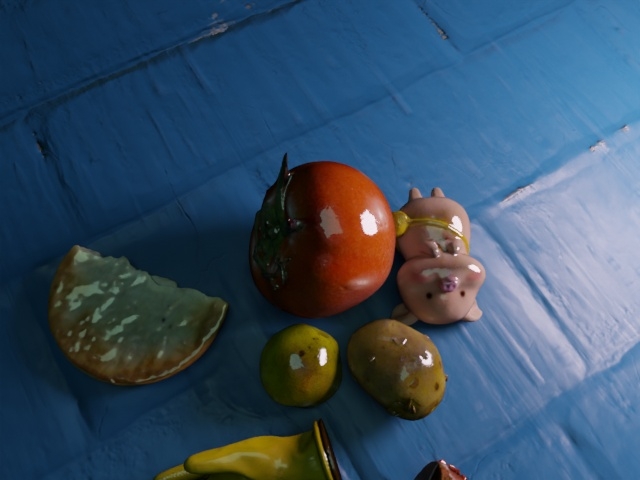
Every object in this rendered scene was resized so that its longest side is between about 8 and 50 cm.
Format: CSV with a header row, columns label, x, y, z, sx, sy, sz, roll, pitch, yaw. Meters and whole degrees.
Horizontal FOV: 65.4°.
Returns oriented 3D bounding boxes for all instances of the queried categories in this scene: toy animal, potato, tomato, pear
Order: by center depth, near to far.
label,x,y,z,sx,sy,sz,roll,pitch,yaw
potato,0.123,0.202,0.804,0.176,0.137,0.137,39,72,14
tomato,0.000,0.000,0.810,0.224,0.256,0.256,7,65,-34
pear,-0.030,0.203,0.810,0.141,0.104,0.141,0,72,0
toy animal,0.195,0.021,0.869,0.165,0.149,0.248,-4,76,10

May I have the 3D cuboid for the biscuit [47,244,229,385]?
label,x,y,z,sx,sy,sz,roll,pitch,yaw
biscuit,-0.329,0.140,0.853,0.309,0.040,0.205,20,69,6

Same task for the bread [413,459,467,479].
label,x,y,z,sx,sy,sz,roll,pitch,yaw
bread,0.139,0.411,0.669,0.142,0.224,0.212,30,93,10

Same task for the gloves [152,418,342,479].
label,x,y,z,sx,sy,sz,roll,pitch,yaw
gloves,-0.118,0.376,0.746,0.294,0.116,0.133,-18,63,-3
